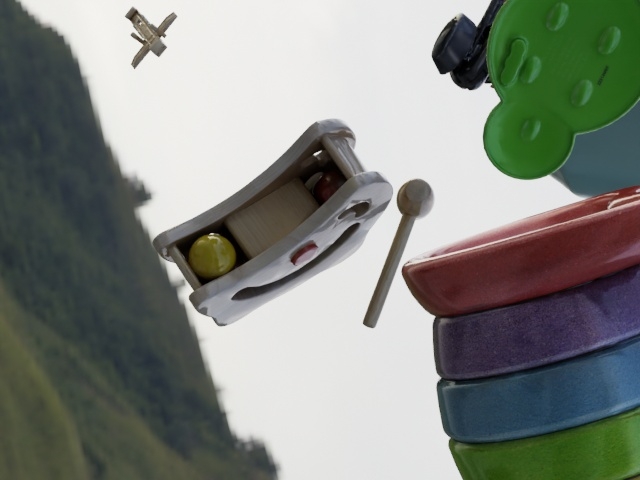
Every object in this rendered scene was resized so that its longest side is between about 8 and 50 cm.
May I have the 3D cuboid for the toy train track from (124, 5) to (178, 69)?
[{"bbox_3d":[-0.126,-0.149,1.125,0.048,0.014,0.083,-50,-148,7],"label":"toy train track"}]

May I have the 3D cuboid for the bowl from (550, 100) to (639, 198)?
[{"bbox_3d":[0.295,-0.161,1.593,0.311,0.163,0.312,-8,90,-73],"label":"bowl"}]

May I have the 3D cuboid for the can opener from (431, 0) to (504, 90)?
[{"bbox_3d":[0.187,-0.230,1.686,0.059,0.186,0.073,14,-34,42],"label":"can opener"}]

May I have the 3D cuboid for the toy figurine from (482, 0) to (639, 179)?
[{"bbox_3d":[0.182,-0.149,1.290,0.159,0.130,0.173,-90,-157,-71],"label":"toy figurine"}]

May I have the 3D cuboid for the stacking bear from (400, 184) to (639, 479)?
[{"bbox_3d":[0.162,0.128,0.912,0.175,0.164,0.289,-147,-140,-88],"label":"stacking bear"}]

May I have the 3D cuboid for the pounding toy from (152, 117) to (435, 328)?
[{"bbox_3d":[0.000,0.000,1.458,0.155,0.269,0.154,55,-17,19],"label":"pounding toy"}]
